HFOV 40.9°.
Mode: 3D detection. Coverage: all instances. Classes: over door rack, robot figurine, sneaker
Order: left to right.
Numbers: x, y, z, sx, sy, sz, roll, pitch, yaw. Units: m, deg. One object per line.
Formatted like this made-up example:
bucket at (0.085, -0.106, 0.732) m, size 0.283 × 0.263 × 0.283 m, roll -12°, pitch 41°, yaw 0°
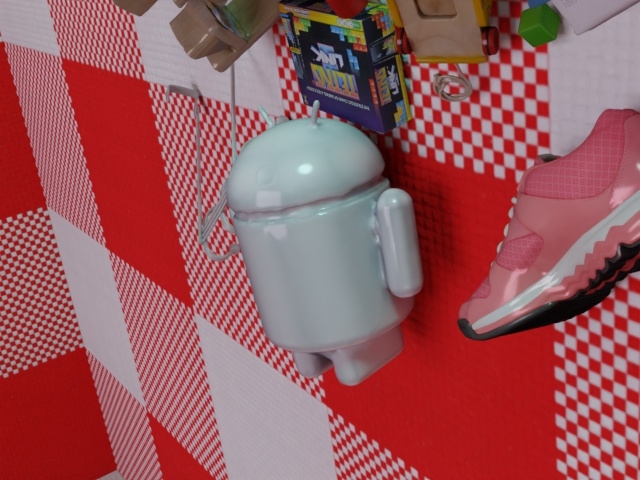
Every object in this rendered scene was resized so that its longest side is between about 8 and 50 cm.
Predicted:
over door rack at (-0.141, -0.162, 1.328) m, size 0.239 × 0.108 × 0.324 m, roll -49°, pitch 52°, yaw 57°
robot figurine at (0.000, 0.000, 1.072) m, size 0.300 × 0.200 × 0.353 m, roll 0°, pitch 111°, yaw 41°
sneaker at (0.227, -0.008, 0.813) m, size 0.314 × 0.116 × 0.136 m, roll -48°, pitch 56°, yaw 51°

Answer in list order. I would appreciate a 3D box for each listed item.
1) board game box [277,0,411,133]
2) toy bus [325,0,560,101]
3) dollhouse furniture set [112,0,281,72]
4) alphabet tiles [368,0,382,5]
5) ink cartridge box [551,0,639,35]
board game box at (0.027, -0.216, 1.026) m, size 0.170 × 0.048 × 0.141 m, roll 29°, pitch 141°, yaw 49°
toy bus at (0.119, -0.248, 0.811) m, size 0.202 × 0.191 × 0.104 m, roll -30°, pitch 39°, yaw 60°
dollhouse furniture set at (-0.214, -0.466, 1.037) m, size 0.256 × 0.362 × 0.394 m, roll -40°, pitch 67°, yaw 17°
alphabet tiles at (-0.049, -0.346, 0.952) m, size 0.198 × 0.009 × 0.237 m, roll 34°, pitch 178°, yaw 38°
ink cartridge box at (0.164, -0.313, 0.506) m, size 0.309 × 0.130 × 0.272 m, roll 49°, pitch 169°, yaw -6°
